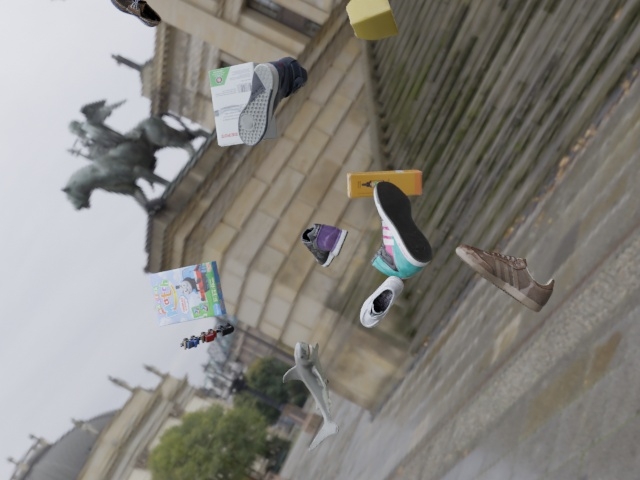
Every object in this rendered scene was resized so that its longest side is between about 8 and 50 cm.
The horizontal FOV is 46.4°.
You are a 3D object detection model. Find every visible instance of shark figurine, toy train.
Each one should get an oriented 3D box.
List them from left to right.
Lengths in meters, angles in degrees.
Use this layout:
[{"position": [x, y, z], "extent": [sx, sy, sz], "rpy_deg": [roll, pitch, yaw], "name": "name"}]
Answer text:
[{"position": [-0.288, 0.247, 1.915], "extent": [0.158, 0.036, 0.027], "rpy_deg": [-17, -61, -39], "name": "toy train"}, {"position": [-0.034, 0.374, 1.903], "extent": [0.166, 0.116, 0.278], "rpy_deg": [-79, -27, -78], "name": "shark figurine"}]

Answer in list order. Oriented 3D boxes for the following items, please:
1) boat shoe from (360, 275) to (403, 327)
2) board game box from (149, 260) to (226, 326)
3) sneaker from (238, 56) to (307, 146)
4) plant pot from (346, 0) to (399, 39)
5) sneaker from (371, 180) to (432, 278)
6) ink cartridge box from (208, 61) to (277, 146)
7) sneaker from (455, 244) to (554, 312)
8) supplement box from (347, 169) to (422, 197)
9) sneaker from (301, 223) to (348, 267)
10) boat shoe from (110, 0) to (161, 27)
[{"position": [0.148, 0.167, 1.892], "extent": [0.184, 0.066, 0.063], "rpy_deg": [-50, -4, 39], "name": "boat shoe"}, {"position": [-0.394, 0.159, 2.210], "extent": [0.039, 0.211, 0.160], "rpy_deg": [-8, -94, -72], "name": "board game box"}, {"position": [-0.112, -0.342, 1.818], "extent": [0.163, 0.086, 0.226], "rpy_deg": [-39, -20, -50], "name": "sneaker"}, {"position": [0.099, -0.444, 1.470], "extent": [0.081, 0.083, 0.081], "rpy_deg": [48, -154, -62], "name": "plant pot"}, {"position": [0.204, -0.009, 2.118], "extent": [0.178, 0.124, 0.295], "rpy_deg": [-60, 41, 45], "name": "sneaker"}, {"position": [-0.211, -0.369, 2.042], "extent": [0.087, 0.153, 0.208], "rpy_deg": [-17, -78, -61], "name": "ink cartridge box"}, {"position": [0.340, 0.052, 1.372], "extent": [0.071, 0.188, 0.066], "rpy_deg": [-54, -6, 2], "name": "sneaker"}, {"position": [0.201, -0.180, 2.361], "extent": [0.080, 0.233, 0.078], "rpy_deg": [-117, 25, -77], "name": "supplement box"}, {"position": [0.000, 0.000, 2.358], "extent": [0.283, 0.124, 0.107], "rpy_deg": [124, 169, -73], "name": "sneaker"}, {"position": [-0.585, -0.749, 2.384], "extent": [0.066, 0.183, 0.066], "rpy_deg": [6, 77, 47], "name": "boat shoe"}]
